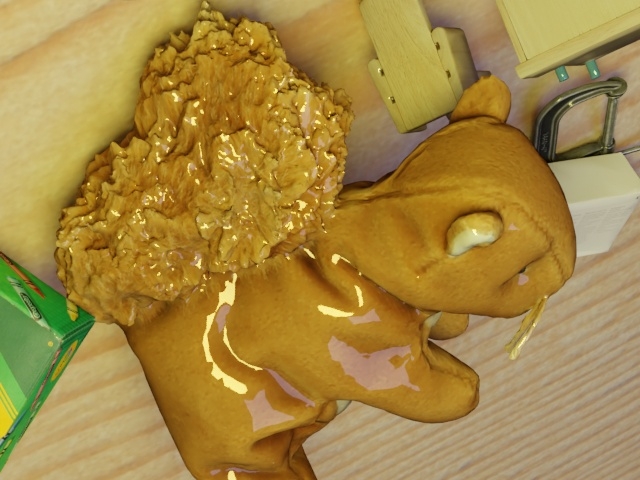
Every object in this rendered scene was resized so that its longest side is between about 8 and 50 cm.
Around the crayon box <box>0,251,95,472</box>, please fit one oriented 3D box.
[{"bbox_3d":[-0.327,0.132,1.528,0.278,0.165,0.081,-57,174,17],"label":"crayon box"}]

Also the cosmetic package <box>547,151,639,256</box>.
[{"bbox_3d":[0.197,-0.024,1.842,0.239,0.060,0.099,-9,146,-30],"label":"cosmetic package"}]

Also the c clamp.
[{"bbox_3d":[0.267,-0.114,1.840,0.137,0.022,0.161,-22,151,-3],"label":"c clamp"}]

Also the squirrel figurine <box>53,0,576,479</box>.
[{"bbox_3d":[0.000,0.000,1.530,0.397,0.281,0.370,40,131,-21],"label":"squirrel figurine"}]

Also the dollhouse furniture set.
[{"bbox_3d":[0.210,-0.246,1.676,0.286,0.198,0.303,-24,175,27],"label":"dollhouse furniture set"}]
